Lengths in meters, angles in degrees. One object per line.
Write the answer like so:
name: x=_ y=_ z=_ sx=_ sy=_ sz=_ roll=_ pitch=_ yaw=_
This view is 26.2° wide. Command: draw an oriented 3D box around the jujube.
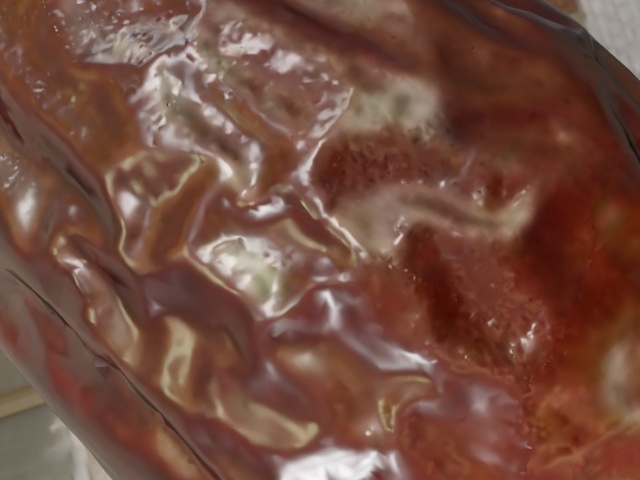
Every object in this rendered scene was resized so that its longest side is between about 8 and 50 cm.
jujube: x=0.000 y=0.000 z=0.395 sx=0.243 sy=0.183 sz=0.183 roll=35 pitch=-158 yaw=9
